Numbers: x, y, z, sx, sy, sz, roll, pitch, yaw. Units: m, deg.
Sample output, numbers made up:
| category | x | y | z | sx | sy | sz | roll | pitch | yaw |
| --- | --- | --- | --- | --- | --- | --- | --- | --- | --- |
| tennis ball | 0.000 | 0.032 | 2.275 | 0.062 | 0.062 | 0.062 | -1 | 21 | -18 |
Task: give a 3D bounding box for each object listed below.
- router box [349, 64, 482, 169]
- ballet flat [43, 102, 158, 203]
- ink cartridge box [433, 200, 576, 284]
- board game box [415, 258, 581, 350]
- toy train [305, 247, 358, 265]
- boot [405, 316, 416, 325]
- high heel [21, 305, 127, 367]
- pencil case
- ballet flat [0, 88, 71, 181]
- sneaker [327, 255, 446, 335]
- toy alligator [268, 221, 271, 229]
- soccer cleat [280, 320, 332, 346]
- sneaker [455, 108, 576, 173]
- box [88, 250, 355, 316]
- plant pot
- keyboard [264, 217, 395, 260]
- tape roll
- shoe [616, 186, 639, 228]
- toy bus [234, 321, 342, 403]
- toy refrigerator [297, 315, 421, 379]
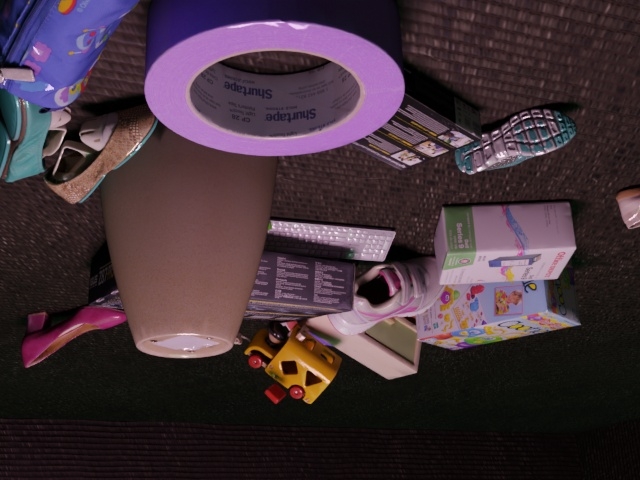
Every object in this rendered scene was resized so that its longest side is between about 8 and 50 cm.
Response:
| category | x | y | z | sx | sy | sz | roll | pitch | yaw |
| --- | --- | --- | --- | --- | --- | --- | --- | --- | --- |
| router box | 0.100 | -0.153 | 1.112 | 0.133 | 0.046 | 0.179 | -19 | 153 | 38 |
| ballet flat | -0.288 | -0.115 | 1.116 | 0.067 | 0.073 | 0.206 | 27 | 130 | -33 |
| ink cartridge box | 0.307 | 0.005 | 1.479 | 0.212 | 0.093 | 0.154 | -4 | 158 | 0 |
| board game box | 0.333 | 0.110 | 1.678 | 0.275 | 0.144 | 0.142 | -17 | 155 | 36 |
| toy train | 0.013 | 0.023 | 1.571 | 0.027 | 0.036 | 0.158 | -20 | 152 | 39 |
| boot | 0.213 | 0.140 | 1.853 | 0.197 | 0.073 | 0.152 | 3 | 154 | -20 |
| high heel | -0.530 | 0.208 | 1.887 | 0.244 | 0.117 | 0.082 | -5 | 159 | 7 |
| pencil case | -0.214 | -0.228 | 0.776 | 0.119 | 0.133 | 0.306 | 43 | 141 | -14 |
| ballet flat | -0.351 | -0.147 | 1.064 | 0.087 | 0.083 | 0.247 | -19 | 169 | -30 |
| sneaker | 0.137 | 0.089 | 1.594 | 0.252 | 0.103 | 0.111 | -23 | 162 | -25 |
| toy alligator | -0.165 | -0.032 | 1.406 | 0.189 | 0.056 | 0.051 | 0 | -157 | 14 |
| soccer cleat | 0.069 | 0.187 | 1.918 | 0.318 | 0.109 | 0.116 | 14 | 150 | -31 |
| sneaker | 0.268 | -0.133 | 1.183 | 0.166 | 0.065 | 0.076 | -13 | 173 | 34 |
| box | -0.183 | 0.080 | 1.550 | 0.395 | 0.097 | 0.318 | 8 | 169 | -24 |
| plant pot | -0.184 | 0.013 | 1.201 | 0.256 | 0.274 | 0.256 | -2 | 158 | -1 |
| keyboard | 0.000 | 0.000 | 1.500 | 0.256 | 0.014 | 0.072 | 5 | 126 | -17 |
| tape roll | -0.049 | -0.191 | 0.943 | 0.274 | 0.090 | 0.275 | -2 | 160 | -1 |
| shoe | 0.576 | -0.067 | 1.361 | 0.219 | 0.058 | 0.076 | -14 | 156 | 28 |
| toy bus | -0.056 | 0.213 | 1.687 | 0.202 | 0.191 | 0.104 | 13 | 125 | -44 |
| toy refrigerator | 0.088 | 0.176 | 1.782 | 0.269 | 0.102 | 0.094 | 35 | 142 | -29 |
